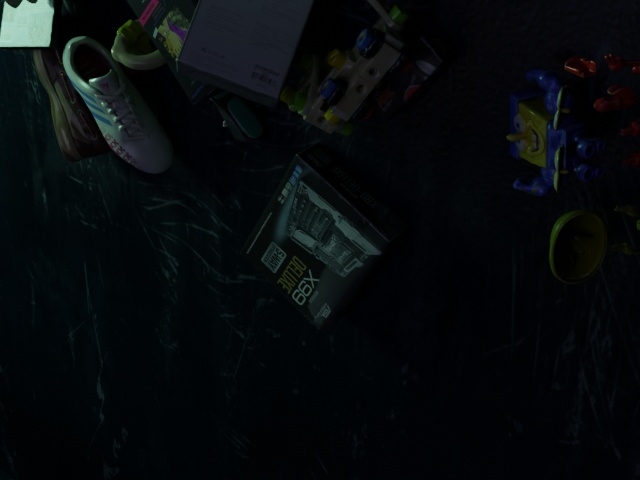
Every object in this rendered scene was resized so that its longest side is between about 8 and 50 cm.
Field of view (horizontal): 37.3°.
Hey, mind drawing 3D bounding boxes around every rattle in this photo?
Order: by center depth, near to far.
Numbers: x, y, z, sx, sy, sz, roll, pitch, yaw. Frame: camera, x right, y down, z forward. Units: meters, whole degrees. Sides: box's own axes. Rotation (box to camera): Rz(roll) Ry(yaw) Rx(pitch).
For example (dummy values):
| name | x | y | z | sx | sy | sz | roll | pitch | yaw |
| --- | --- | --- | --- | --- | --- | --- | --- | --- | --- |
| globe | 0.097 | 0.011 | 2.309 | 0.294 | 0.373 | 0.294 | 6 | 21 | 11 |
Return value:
| name | x | y | z | sx | sy | sz | roll | pitch | yaw |
| --- | --- | --- | --- | --- | --- | --- | --- | --- | --- |
| rattle | -0.310 | -0.361 | 1.908 | 0.199 | 0.130 | 0.143 | 7 | 134 | 7 |

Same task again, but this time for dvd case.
| name | x | y | z | sx | sy | sz | roll | pitch | yaw |
| --- | --- | --- | --- | --- | --- | --- | --- | --- | --- |
| dvd case | -0.606 | -0.531 | 2.007 | 0.180 | 0.022 | 0.253 | 8 | 91 | 35 |

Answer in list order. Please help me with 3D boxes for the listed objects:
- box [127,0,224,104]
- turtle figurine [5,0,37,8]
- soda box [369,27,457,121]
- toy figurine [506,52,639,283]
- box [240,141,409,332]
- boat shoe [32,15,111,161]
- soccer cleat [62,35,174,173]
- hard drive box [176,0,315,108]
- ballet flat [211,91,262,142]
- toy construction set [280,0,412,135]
| name | x | y | z | sx | sy | sz | roll | pitch | yaw |
| --- | --- | --- | --- | --- | --- | --- | --- | --- | --- |
| box | -0.215 | -0.414 | 1.727 | 0.143 | 0.165 | 0.270 | -29 | 94 | 45 |
| turtle figurine | -0.539 | -0.599 | 1.850 | 0.266 | 0.274 | 0.198 | -37 | 44 | 18 |
| soda box | 0.150 | -0.274 | 1.584 | 0.060 | 0.053 | 0.169 | 50 | 135 | 5 |
| toy figurine | 0.376 | -0.144 | 1.452 | 0.217 | 0.191 | 0.363 | -133 | 28 | -53 |
| box | 0.000 | 0.000 | 1.848 | 0.242 | 0.076 | 0.307 | 44 | 134 | 11 |
| boat shoe | -0.537 | -0.349 | 2.086 | 0.123 | 0.123 | 0.342 | -10 | 98 | 11 |
| soccer cleat | -0.425 | -0.279 | 1.971 | 0.331 | 0.116 | 0.143 | 53 | 168 | -8 |
| hard drive box | -0.118 | -0.366 | 1.591 | 0.181 | 0.232 | 0.089 | 21 | 175 | -7 |
| ballet flat | -0.187 | -0.278 | 1.852 | 0.074 | 0.074 | 0.203 | -21 | 106 | 44 |
| toy construction set | 0.050 | -0.314 | 1.574 | 0.151 | 0.215 | 0.328 | 13 | 127 | -16 |
